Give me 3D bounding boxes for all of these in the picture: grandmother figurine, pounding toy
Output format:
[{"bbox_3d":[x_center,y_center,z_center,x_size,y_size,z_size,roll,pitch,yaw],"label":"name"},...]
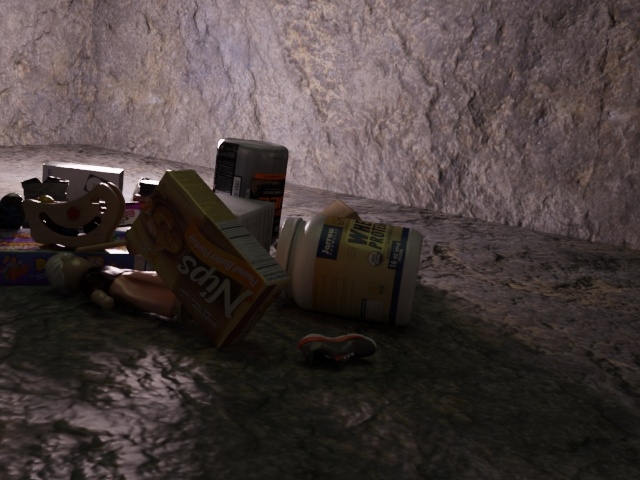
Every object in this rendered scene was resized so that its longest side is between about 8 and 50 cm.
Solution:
[{"bbox_3d":[-0.426,0.093,1.526,0.343,0.103,0.208,13,4,11],"label":"grandmother figurine"},{"bbox_3d":[-0.533,-0.056,1.601,0.270,0.154,0.155,7,6,-3],"label":"pounding toy"}]

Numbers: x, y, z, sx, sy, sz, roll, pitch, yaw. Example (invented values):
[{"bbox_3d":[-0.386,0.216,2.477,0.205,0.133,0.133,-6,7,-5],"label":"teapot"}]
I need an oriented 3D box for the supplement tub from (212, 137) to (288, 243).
[{"bbox_3d":[-0.211,-0.118,2.061,0.207,0.337,0.207,8,12,-2],"label":"supplement tub"}]

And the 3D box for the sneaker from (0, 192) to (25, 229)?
[{"bbox_3d":[-0.781,-0.061,1.774,0.080,0.211,0.081,5,56,-29],"label":"sneaker"}]

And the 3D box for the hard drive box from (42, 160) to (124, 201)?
[{"bbox_3d":[-0.746,-0.144,2.238,0.232,0.180,0.089,5,13,-6],"label":"hard drive box"}]

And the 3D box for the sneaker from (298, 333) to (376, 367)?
[{"bbox_3d":[0.036,0.219,1.355,0.158,0.061,0.064,3,40,-18],"label":"sneaker"}]

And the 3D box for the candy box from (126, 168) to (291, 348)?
[{"bbox_3d":[-0.225,0.031,1.397,0.316,0.183,0.088,47,27,16],"label":"candy box"}]

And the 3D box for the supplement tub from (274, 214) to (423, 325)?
[{"bbox_3d":[0.064,0.063,1.644,0.317,0.228,0.228,9,12,7],"label":"supplement tub"}]

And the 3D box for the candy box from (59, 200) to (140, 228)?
[{"bbox_3d":[-0.620,-0.071,1.955,0.159,0.071,0.234,-5,7,-41],"label":"candy box"}]

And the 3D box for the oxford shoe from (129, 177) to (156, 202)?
[{"bbox_3d":[-0.478,-0.131,2.476,0.450,0.129,0.169,15,12,25],"label":"oxford shoe"}]

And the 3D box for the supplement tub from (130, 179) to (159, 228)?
[{"bbox_3d":[-0.477,-0.067,1.994,0.106,0.197,0.106,6,12,-1],"label":"supplement tub"}]

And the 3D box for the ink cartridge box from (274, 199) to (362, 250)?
[{"bbox_3d":[0.000,0.000,1.948,0.235,0.088,0.193,-34,18,-1],"label":"ink cartridge box"}]

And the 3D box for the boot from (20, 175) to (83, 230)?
[{"bbox_3d":[-0.743,-0.100,2.071,0.247,0.161,0.083,4,12,-15],"label":"boot"}]

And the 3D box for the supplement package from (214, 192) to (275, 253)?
[{"bbox_3d":[-0.258,-0.002,1.823,0.200,0.197,0.263,10,12,14],"label":"supplement package"}]

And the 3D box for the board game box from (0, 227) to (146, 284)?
[{"bbox_3d":[-0.617,0.036,1.711,0.347,0.078,0.233,1,13,-28],"label":"board game box"}]
